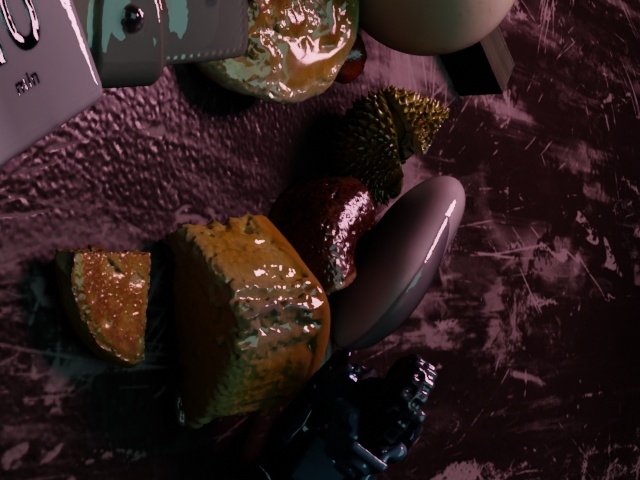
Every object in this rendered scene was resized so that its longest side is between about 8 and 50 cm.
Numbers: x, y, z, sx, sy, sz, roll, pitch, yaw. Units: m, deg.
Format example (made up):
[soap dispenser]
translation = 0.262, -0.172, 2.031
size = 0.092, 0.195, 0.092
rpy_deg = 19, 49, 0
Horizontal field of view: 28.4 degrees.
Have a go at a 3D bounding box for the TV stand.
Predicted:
[TV stand]
translation = 0.246, -0.372, 2.188
size = 0.269, 0.088, 0.083
rpy_deg = 58, 45, -41

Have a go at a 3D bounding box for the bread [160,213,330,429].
[bread]
translation = -0.080, 0.098, 1.579
size = 0.204, 0.162, 0.262
rpy_deg = -8, 94, -46

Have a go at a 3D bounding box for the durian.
[durian]
translation = 0.086, -0.145, 1.901
size = 0.193, 0.137, 0.237
rpy_deg = -58, 179, -34

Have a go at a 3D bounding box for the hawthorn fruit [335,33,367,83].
[hawthorn fruit]
translation = 0.020, -0.269, 1.836
size = 0.093, 0.093, 0.093
rpy_deg = 0, 89, -58

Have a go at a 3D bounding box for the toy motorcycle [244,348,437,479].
[toy motorcycle]
translation = 0.023, 0.268, 1.624
size = 0.172, 0.416, 0.232
rpy_deg = 38, 69, -7

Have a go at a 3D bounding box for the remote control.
[remote control]
translation = 0.115, 0.031, 1.878
size = 0.103, 0.221, 0.332
rpy_deg = 38, 49, -7

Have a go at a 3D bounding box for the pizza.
[pizza]
translation = -0.241, 0.064, 1.438
size = 0.134, 0.046, 0.175
rpy_deg = -49, 130, -46

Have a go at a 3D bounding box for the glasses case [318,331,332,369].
[glasses case]
translation = -0.046, 0.147, 1.748
size = 0.204, 0.051, 0.081
rpy_deg = -3, 90, -58

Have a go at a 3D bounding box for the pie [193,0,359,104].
[pie]
translation = -0.057, -0.340, 1.661
size = 0.337, 0.075, 0.338
rpy_deg = -6, 99, -42

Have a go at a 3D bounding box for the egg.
[egg]
translation = 0.161, -0.420, 1.825
size = 0.345, 0.283, 0.283
rpy_deg = 102, -1, -72

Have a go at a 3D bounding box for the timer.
[timer]
translation = -0.343, -0.176, 1.134
size = 0.192, 0.194, 0.195
rpy_deg = -46, 129, -49

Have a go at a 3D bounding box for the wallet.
[wallet]
translation = -0.225, -0.290, 1.371
size = 0.360, 0.083, 0.252
rpy_deg = -13, 108, -41

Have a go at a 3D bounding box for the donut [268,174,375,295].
[donut]
translation = -0.006, 0.001, 1.757
size = 0.186, 0.126, 0.144
rpy_deg = -41, 117, -51
